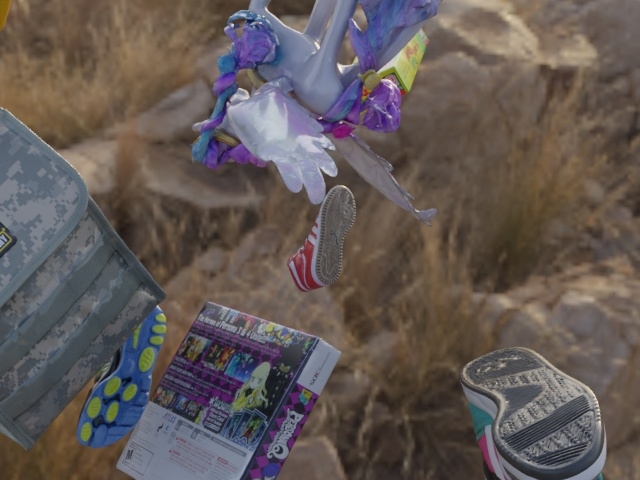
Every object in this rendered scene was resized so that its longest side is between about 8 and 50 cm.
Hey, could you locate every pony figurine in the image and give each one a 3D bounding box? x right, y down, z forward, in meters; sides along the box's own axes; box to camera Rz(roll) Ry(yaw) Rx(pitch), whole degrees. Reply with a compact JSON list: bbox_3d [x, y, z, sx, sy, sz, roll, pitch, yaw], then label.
[{"bbox_3d":[0.000,-0.194,1.694,0.302,0.363,0.351,20,14,-49],"label":"pony figurine"}]

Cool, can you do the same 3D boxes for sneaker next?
[{"bbox_3d":[0.220,0.230,1.302,0.123,0.178,0.295,-21,14,-1],"label":"sneaker"},{"bbox_3d":[-0.237,0.162,1.579,0.067,0.078,0.188,28,62,-19],"label":"sneaker"},{"bbox_3d":[0.000,0.000,1.434,0.042,0.067,0.118,25,62,-22],"label":"sneaker"}]

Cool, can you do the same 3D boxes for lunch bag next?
[{"bbox_3d":[-0.337,0.034,1.399,0.169,0.287,0.235,20,61,45],"label":"lunch bag"}]

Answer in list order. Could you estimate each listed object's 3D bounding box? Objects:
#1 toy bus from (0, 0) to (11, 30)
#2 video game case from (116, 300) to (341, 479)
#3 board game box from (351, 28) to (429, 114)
[{"bbox_3d":[-0.350,-0.330,1.357,0.108,0.333,0.130,12,30,-20],"label":"toy bus"},{"bbox_3d":[-0.101,0.177,1.376,0.232,0.042,0.210,11,70,56],"label":"video game case"},{"bbox_3d":[0.089,-0.243,1.863,0.092,0.043,0.181,-23,22,25],"label":"board game box"}]
